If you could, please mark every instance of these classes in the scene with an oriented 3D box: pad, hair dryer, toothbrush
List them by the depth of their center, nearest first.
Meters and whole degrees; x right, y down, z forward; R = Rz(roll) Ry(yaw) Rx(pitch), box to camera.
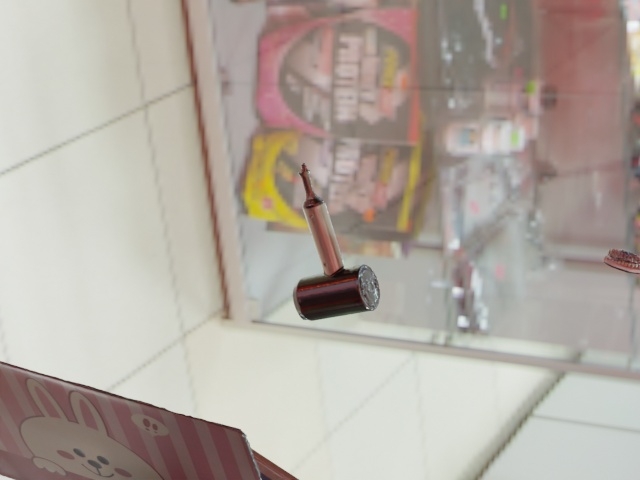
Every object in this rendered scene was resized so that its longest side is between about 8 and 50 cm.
[{"bbox_3d":[-0.172,0.156,1.057,0.202,0.299,0.005,78,32,-50],"label":"pad"},{"bbox_3d":[0.465,0.060,1.634,0.026,0.288,0.024,88,22,-66],"label":"toothbrush"},{"bbox_3d":[0.000,0.000,1.746,0.057,0.100,0.198,-34,111,-60],"label":"hair dryer"}]

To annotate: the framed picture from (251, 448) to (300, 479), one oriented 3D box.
[{"bbox_3d":[-0.055,0.296,1.517,0.109,0.149,0.011,-50,145,-20],"label":"framed picture"}]
